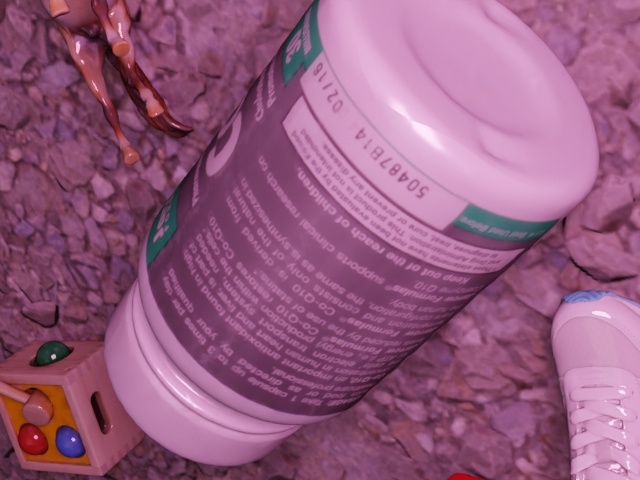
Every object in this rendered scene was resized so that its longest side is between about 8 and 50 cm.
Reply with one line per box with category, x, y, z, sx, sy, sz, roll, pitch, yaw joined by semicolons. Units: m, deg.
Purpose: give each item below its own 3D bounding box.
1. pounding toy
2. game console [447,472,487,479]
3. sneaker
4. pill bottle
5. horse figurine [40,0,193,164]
pounding toy;-0.269;0.155;1.051;0.130;0.100;0.141;-3;112;31
game console;0.161;0.275;0.882;0.144;0.124;0.085;11;155;25
sneaker;0.215;0.144;0.766;0.087;0.092;0.229;-9;108;35
pill bottle;0.000;0.000;0.748;0.204;0.204;0.361;45;127;3
horse figurine;-0.168;-0.170;0.793;0.263;0.066;0.174;72;174;-61
